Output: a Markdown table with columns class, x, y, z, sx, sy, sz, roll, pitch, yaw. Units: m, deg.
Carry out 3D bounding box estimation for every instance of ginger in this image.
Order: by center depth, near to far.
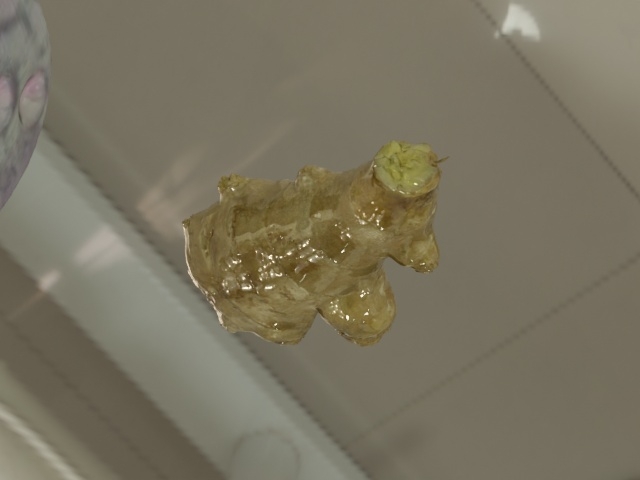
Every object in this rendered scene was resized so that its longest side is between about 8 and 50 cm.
| class | x | y | z | sx | sy | sz | roll | pitch | yaw |
| --- | --- | --- | --- | --- | --- | --- | --- | --- | --- |
| ginger | 0.009 | 0.024 | 1.900 | 0.375 | 0.166 | 0.236 | -4 | 107 | 54 |

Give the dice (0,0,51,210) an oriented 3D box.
| class | x | y | z | sx | sy | sz | roll | pitch | yaw |
| --- | --- | --- | --- | --- | --- | --- | --- | --- | --- |
| dice | -0.450 | -0.164 | 1.807 | 0.270 | 0.271 | 0.270 | 15 | 147 | 14 |
